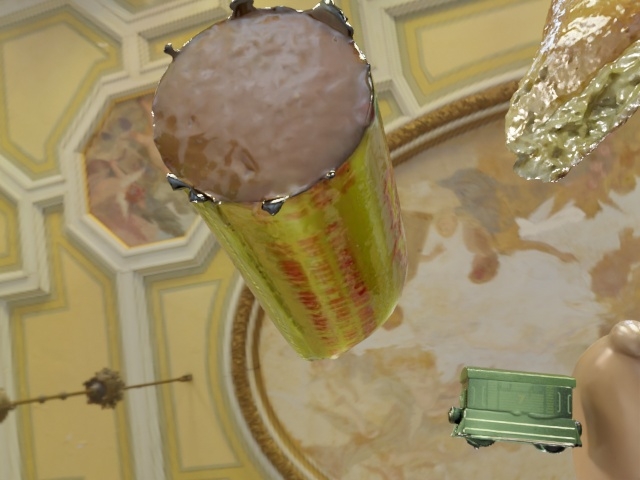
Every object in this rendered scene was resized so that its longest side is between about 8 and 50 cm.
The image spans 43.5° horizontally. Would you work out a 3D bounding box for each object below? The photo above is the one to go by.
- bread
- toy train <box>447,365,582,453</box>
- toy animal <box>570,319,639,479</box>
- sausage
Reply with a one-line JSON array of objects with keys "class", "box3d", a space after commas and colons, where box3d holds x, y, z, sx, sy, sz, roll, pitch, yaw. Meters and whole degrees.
[{"class": "bread", "box3d": [0.168, -0.114, 0.442, 0.136, 0.054, 0.154, -16, -128, 60]}, {"class": "toy train", "box3d": [0.136, 0.119, 0.561, 0.093, 0.038, 0.056, 5, -106, 2]}, {"class": "toy animal", "box3d": [0.284, 0.138, 0.584, 0.198, 0.171, 0.171, 4, -95, -23]}, {"class": "sausage", "box3d": [0.000, 0.002, 0.524, 0.117, 0.317, 0.125, 3, -118, 16]}]
